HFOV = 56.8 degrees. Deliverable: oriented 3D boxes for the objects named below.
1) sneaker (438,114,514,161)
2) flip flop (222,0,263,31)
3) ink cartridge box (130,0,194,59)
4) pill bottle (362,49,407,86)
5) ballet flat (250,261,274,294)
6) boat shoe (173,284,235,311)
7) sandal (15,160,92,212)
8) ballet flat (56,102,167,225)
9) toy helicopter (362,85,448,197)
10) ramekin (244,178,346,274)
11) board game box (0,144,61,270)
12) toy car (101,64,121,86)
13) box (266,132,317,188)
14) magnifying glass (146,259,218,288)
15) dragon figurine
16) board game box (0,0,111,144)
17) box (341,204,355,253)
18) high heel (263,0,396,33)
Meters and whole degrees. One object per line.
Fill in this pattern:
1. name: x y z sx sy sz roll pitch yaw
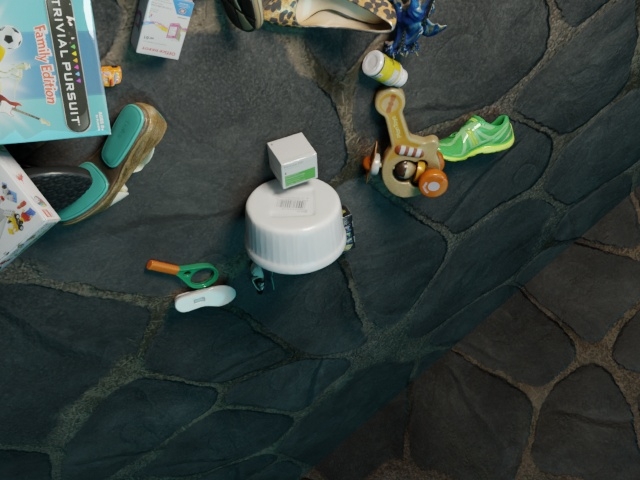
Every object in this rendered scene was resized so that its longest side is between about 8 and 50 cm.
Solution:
1. sneaker: 0.449 -0.318 1.806 0.296 0.109 0.123 -16 112 -15
2. flip flop: -0.139 -0.531 1.113 0.080 0.112 0.277 -44 149 -30
3. ink cartridge box: -0.307 -0.420 1.145 0.089 0.052 0.122 -1 135 -36
4. pill bottle: 0.164 -0.425 1.480 0.116 0.065 0.065 12 125 -45
5. ballet flat: -0.180 0.102 1.827 0.074 0.074 0.203 -19 144 -18
6. boat shoe: -0.351 0.171 1.785 0.184 0.063 0.066 -18 111 -19
7. sandal: -0.689 -0.085 1.196 0.446 0.106 0.167 -20 165 2
8. ballet flat: -0.455 -0.158 1.311 0.342 0.116 0.124 -49 160 15
9. toy helicopter: 0.209 -0.266 1.648 0.235 0.140 0.354 -12 129 15
10. ramekin: -0.069 -0.052 1.569 0.278 0.277 0.135 -18 134 -19
11. board game box: -0.645 -0.097 1.078 0.193 0.305 0.053 -38 179 7
12. toy car: -0.440 -0.296 1.198 0.060 0.040 0.122 3 130 -39
13. box: -0.072 -0.206 1.524 0.101 0.102 0.087 -20 140 -15
14. magnifying glass: -0.392 0.089 1.694 0.231 0.026 0.092 17 122 -48
15. dragon figurine: 0.224 -0.493 1.333 0.085 0.289 0.143 -23 105 -17
16. board game box: -0.549 -0.289 0.993 0.336 0.079 0.253 -12 107 -26
17. box: 0.000 0.000 1.856 0.220 0.051 0.175 -25 143 -11
18. high heel: 0.020 -0.465 1.223 0.262 0.186 0.093 -20 142 -17
